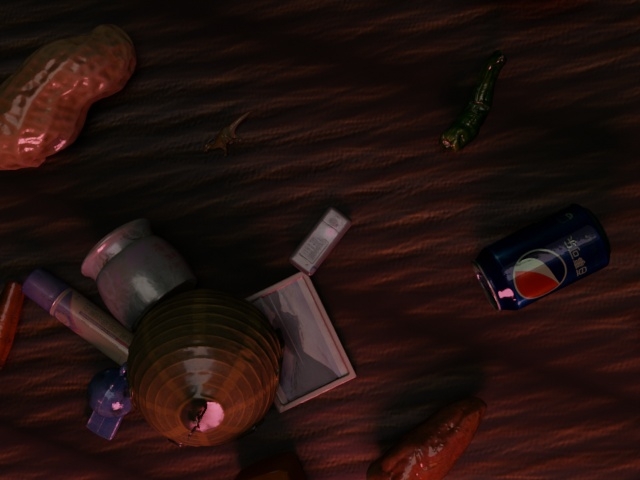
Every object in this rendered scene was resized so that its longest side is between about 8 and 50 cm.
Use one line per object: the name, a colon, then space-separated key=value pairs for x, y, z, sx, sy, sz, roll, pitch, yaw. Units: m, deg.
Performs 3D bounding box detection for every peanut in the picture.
peanut: x=-0.451 y=-0.246 z=1.290 sx=0.325 sy=0.140 sz=0.153 roll=-39 pitch=102 yaw=-4

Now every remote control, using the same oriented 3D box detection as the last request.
remote control: x=0.000 y=0.000 z=1.289 sx=0.053 sy=0.018 sz=0.124 roll=36 pitch=81 yaw=8

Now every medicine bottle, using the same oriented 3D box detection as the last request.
medicine bottle: x=-0.299 y=0.055 z=1.249 sx=0.147 sy=0.147 sz=0.143 roll=-40 pitch=81 yaw=0
medicine bottle: x=-0.403 y=0.133 z=1.294 sx=0.230 sy=0.059 sz=0.059 roll=34 pitch=89 yaw=5
medicine bottle: x=-0.075 y=0.428 z=1.165 sx=0.111 sy=0.222 sz=0.150 roll=-21 pitch=85 yaw=2

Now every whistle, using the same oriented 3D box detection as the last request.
whistle: x=-0.350 y=0.267 z=1.251 sx=0.090 sy=0.090 sz=0.158 roll=28 pitch=101 yaw=6

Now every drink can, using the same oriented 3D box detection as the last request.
drink can: x=0.354 y=0.030 z=1.220 sx=0.204 sy=0.118 sz=0.118 roll=-27 pitch=84 yaw=3

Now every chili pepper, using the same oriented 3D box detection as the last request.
chili pepper: x=0.261 y=-0.228 z=1.268 sx=0.050 sy=0.073 sz=0.182 roll=28 pitch=94 yaw=29

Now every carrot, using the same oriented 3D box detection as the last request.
carrot: x=-0.552 y=0.149 z=1.310 sx=0.055 sy=0.055 sz=0.162 roll=17 pitch=80 yaw=5

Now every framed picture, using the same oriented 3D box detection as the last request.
framed picture: x=-0.046 y=0.170 z=1.287 sx=0.150 sy=0.015 sz=0.203 roll=-25 pitch=84 yaw=2

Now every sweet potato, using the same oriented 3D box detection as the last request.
sweet potato: x=0.168 y=0.340 z=1.223 sx=0.251 sy=0.097 sz=0.097 roll=-43 pitch=84 yaw=-4

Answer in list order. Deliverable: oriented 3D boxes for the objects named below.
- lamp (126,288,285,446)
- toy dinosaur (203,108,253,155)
lamp: x=-0.174 y=0.207 z=1.160 sx=0.250 sy=0.284 sz=0.250 roll=-2 pitch=114 yaw=-5
toy dinosaur: x=-0.155 y=-0.184 z=1.315 sx=0.113 sy=0.026 sz=0.041 roll=-37 pitch=67 yaw=9
